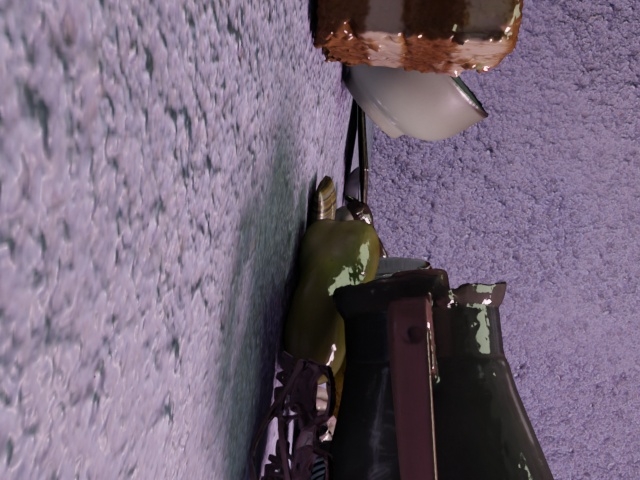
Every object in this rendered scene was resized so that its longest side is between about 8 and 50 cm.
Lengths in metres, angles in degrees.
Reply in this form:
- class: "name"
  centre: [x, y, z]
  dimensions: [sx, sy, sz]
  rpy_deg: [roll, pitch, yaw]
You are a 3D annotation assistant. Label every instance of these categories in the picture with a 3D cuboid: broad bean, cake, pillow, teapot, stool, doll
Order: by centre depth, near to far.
- class: "teapot"
  centre: [0.132, 0.213, 0.965]
  dimensions: [0.376, 0.305, 0.362]
  rpy_deg: [41, 43, -74]
- class: "cake"
  centre: [0.142, -0.392, 1.094]
  dimensions: [0.256, 0.290, 0.282]
  rpy_deg: [-41, 133, -84]
- class: "broad bean"
  centre: [0.007, 0.092, 1.162]
  dimensions: [0.189, 0.121, 0.263]
  rpy_deg: [68, 40, -59]
- class: "pillow"
  centre: [0.000, 0.000, 1.298]
  dimensions: [0.113, 0.038, 0.203]
  rpy_deg: [-66, 161, -69]
- class: "doll"
  centre: [0.002, 0.368, 1.441]
  dimensions: [0.192, 0.095, 0.149]
  rpy_deg: [-78, 174, -65]
- class: "stool"
  centre: [0.081, 0.007, 1.716]
  dimensions: [0.125, 0.121, 0.217]
  rpy_deg: [-127, -168, -75]

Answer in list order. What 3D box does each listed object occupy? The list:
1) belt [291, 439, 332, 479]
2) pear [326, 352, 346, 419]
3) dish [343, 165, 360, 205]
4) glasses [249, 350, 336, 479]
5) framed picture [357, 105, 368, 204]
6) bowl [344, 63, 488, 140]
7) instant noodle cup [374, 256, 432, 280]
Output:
- class: "belt"
  centre: [0.032, 0.451, 1.261]
  dimensions: [0.116, 0.206, 0.268]
  rpy_deg: [-23, 110, -83]
- class: "pear"
  centre: [0.134, 0.234, 1.266]
  dimensions: [0.271, 0.271, 0.271]
  rpy_deg: [6, 90, -84]
- class: "dish"
  centre: [0.079, -0.124, 1.943]
  dimensions: [0.091, 0.039, 0.137]
  rpy_deg: [84, 11, -67]
- class: "glasses"
  centre: [-0.054, 0.258, 0.969]
  dimensions: [0.162, 0.095, 0.256]
  rpy_deg: [144, -43, -60]
- class: "framed picture"
  centre: [0.110, -0.245, 1.994]
  dimensions: [0.265, 0.016, 0.347]
  rpy_deg: [86, 3, -59]
- class: "bowl"
  centre: [0.174, -0.339, 1.601]
  dimensions: [0.185, 0.354, 0.354]
  rpy_deg: [-39, -170, 18]
- class: "instant noodle cup"
  centre: [0.114, 0.153, 1.536]
  dimensions: [0.296, 0.296, 0.214]
  rpy_deg: [-45, 132, -81]
